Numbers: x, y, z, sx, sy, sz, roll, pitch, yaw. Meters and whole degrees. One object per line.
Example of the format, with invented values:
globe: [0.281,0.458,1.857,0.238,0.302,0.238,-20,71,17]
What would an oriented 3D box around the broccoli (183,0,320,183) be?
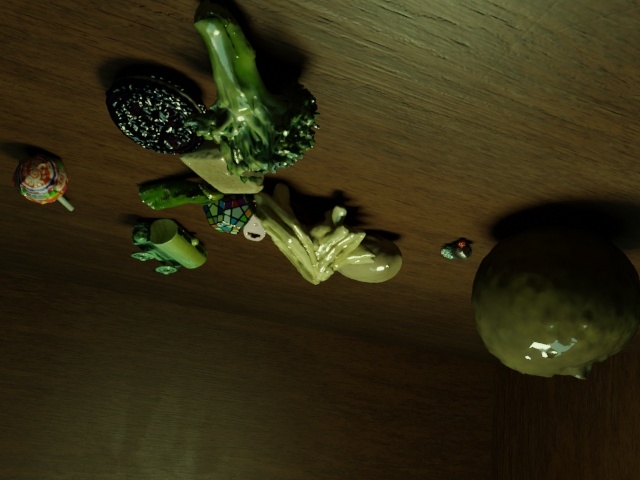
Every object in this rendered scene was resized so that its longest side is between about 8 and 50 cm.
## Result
broccoli: [-0.134,-0.230,0.868,0.198,0.177,0.275,-7,137,43]

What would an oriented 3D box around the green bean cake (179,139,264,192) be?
green bean cake: [-0.199,-0.168,1.149,0.109,0.085,0.179,2,160,25]

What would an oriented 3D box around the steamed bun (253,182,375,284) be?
steamed bun: [0.000,0.000,1.440,0.247,0.189,0.428,46,174,31]

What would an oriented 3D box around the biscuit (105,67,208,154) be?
biscuit: [-0.295,-0.230,1.002,0.194,0.053,0.195,10,150,6]

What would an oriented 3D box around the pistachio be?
pistachio: [0.133,0.050,1.598,0.223,0.152,0.126,3,-154,35]

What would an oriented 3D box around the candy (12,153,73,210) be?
candy: [-0.700,-0.127,1.454,0.124,0.124,0.365,10,168,-8]

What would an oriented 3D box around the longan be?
longan: [0.563,0.147,1.334,0.390,0.392,0.391,7,162,2]

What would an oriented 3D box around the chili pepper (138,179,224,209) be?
chili pepper: [-0.336,-0.115,1.346,0.359,0.076,0.085,0,138,48]

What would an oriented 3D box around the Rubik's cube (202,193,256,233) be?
Rubik's cube: [-0.226,-0.080,1.378,0.132,0.112,0.133,8,160,3]

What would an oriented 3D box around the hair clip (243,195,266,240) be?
hair clip: [-0.167,-0.080,1.486,0.123,0.102,0.138,7,129,-5]

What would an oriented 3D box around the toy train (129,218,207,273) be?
toy train: [-0.488,0.031,1.787,0.189,0.127,0.307,3,161,12]

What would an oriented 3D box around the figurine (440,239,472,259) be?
figurine: [0.385,0.027,1.571,0.060,0.047,0.106,53,154,-13]
